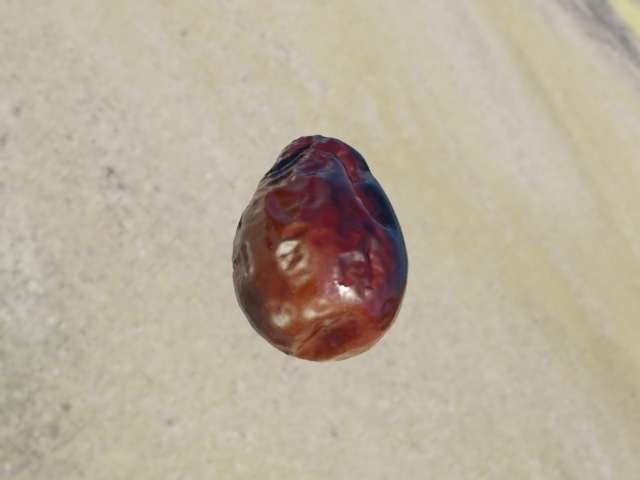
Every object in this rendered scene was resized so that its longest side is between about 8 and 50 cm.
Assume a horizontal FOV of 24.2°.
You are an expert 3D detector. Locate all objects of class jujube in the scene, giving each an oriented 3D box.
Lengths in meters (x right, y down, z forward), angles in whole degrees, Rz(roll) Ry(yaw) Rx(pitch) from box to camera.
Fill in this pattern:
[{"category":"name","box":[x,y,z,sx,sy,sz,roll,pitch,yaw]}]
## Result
[{"category":"jujube","box":[0.000,0.000,1.404,0.168,0.168,0.236,33,42,-32]}]
